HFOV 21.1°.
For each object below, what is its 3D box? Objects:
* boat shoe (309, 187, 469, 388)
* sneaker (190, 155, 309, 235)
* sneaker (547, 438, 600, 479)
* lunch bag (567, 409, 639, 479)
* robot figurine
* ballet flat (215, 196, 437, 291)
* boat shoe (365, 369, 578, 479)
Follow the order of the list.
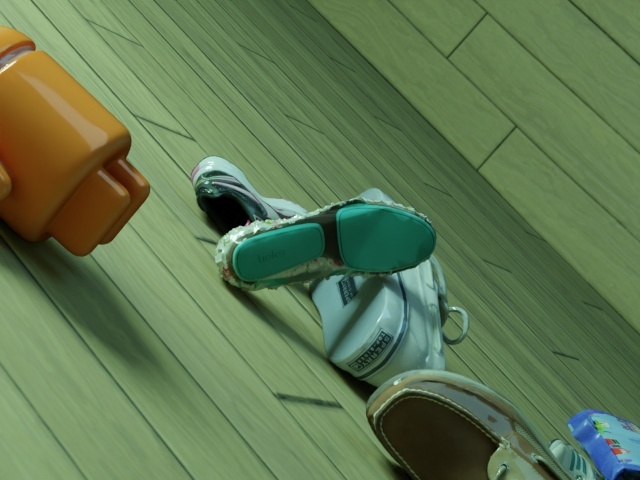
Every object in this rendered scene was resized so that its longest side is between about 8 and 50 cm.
[{"bbox_3d":[0.090,0.070,1.918,0.156,0.136,0.367,38,15,-18],"label":"boat shoe"},{"bbox_3d":[-0.072,-0.014,1.898,0.178,0.072,0.077,31,26,-15],"label":"sneaker"},{"bbox_3d":[0.296,0.279,2.021,0.075,0.057,0.161,41,7,22],"label":"sneaker"},{"bbox_3d":[0.439,0.316,2.164,0.293,0.138,0.221,38,9,-11],"label":"lunch bag"},{"bbox_3d":[-0.244,-0.087,1.404,0.219,0.158,0.128,43,-30,4],"label":"robot figurine"},{"bbox_3d":[0.000,0.000,1.776,0.241,0.091,0.077,-5,8,-22],"label":"ballet flat"},{"bbox_3d":[0.180,0.241,1.635,0.324,0.123,0.116,37,15,-17],"label":"boat shoe"}]
